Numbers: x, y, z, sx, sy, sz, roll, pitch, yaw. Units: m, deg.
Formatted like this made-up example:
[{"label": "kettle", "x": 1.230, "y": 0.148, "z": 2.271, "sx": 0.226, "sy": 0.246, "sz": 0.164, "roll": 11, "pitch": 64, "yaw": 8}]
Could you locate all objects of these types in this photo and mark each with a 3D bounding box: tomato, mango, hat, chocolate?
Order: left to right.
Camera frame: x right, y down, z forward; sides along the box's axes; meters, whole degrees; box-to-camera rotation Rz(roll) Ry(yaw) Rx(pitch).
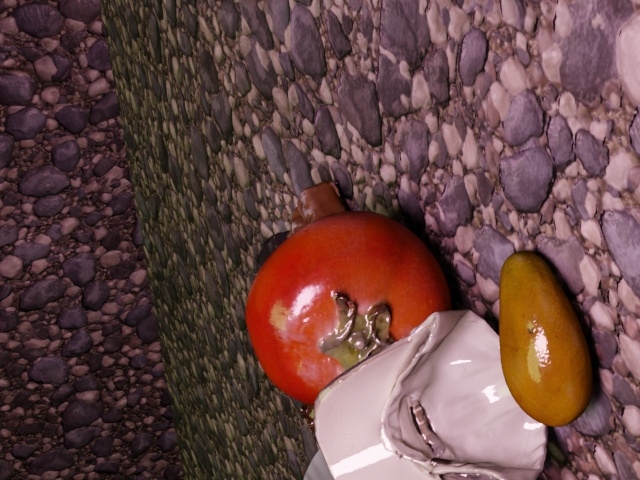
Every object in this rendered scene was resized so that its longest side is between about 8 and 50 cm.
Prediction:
[{"label": "chocolate", "x": 0.000, "y": 0.000, "z": 1.748, "sx": 0.148, "sy": 0.093, "sz": 0.214, "roll": 63, "pitch": 156, "yaw": 24}, {"label": "tomato", "x": 0.042, "y": 0.103, "z": 1.459, "sx": 0.321, "sy": 0.321, "sz": 0.322, "roll": 48, "pitch": 148, "yaw": 44}, {"label": "hat", "x": 0.146, "y": 0.257, "z": 1.305, "sx": 0.258, "sy": 0.301, "sz": 0.168, "roll": 67, "pitch": -166, "yaw": 13}, {"label": "mango", "x": 0.279, "y": 0.124, "z": 1.201, "sx": 0.136, "sy": 0.099, "sz": 0.228, "roll": 149, "pitch": 111, "yaw": -74}]

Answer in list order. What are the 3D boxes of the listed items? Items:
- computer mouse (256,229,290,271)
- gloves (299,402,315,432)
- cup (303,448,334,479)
[{"label": "computer mouse", "x": -0.039, "y": 0.112, "z": 1.914, "sx": 0.269, "sy": 0.100, "sz": 0.170, "roll": 69, "pitch": 154, "yaw": 19}, {"label": "gloves", "x": 0.050, "y": 0.326, "z": 1.791, "sx": 0.210, "sy": 0.135, "sz": 0.313, "roll": -57, "pitch": -31, "yaw": -60}, {"label": "cup", "x": 0.179, "y": 0.490, "z": 1.411, "sx": 0.392, "sy": 0.310, "sz": 0.401, "roll": 43, "pitch": 146, "yaw": 47}]
